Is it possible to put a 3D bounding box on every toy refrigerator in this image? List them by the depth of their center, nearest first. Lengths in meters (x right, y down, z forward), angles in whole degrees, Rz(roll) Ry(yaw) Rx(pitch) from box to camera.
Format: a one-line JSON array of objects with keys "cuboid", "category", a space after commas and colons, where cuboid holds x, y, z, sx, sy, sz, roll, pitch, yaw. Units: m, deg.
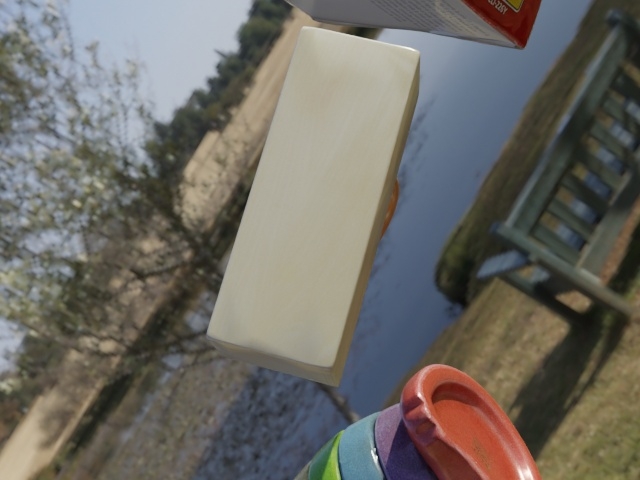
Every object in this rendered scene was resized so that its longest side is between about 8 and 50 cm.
[{"cuboid": [0.000, -0.027, 0.881, 0.094, 0.102, 0.269, 73, -149, -73], "category": "toy refrigerator"}]

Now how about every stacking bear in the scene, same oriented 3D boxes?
[{"cuboid": [0.030, 0.244, 0.902, 0.289, 0.175, 0.164, -37, 0, 19], "category": "stacking bear"}]

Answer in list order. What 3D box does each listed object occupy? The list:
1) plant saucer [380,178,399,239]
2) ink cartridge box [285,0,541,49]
[{"cuboid": [0.000, 0.000, 1.099, 0.200, 0.037, 0.200, -39, -24, -21], "category": "plant saucer"}, {"cuboid": [-0.003, -0.258, 0.394, 0.130, 0.309, 0.271, 17, 87, 39], "category": "ink cartridge box"}]
